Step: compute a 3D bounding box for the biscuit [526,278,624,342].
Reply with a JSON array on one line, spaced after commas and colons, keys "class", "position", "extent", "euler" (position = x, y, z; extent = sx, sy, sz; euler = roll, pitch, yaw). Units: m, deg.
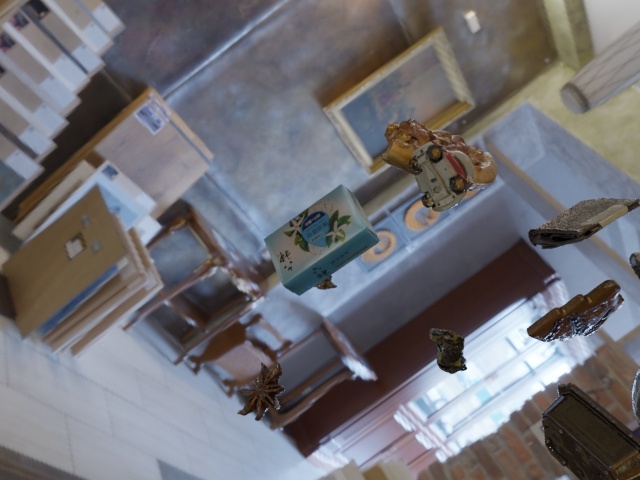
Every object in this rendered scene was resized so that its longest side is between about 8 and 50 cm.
[{"class": "biscuit", "position": [0.737, 0.230, 1.900], "extent": [0.278, 0.302, 0.043], "euler": [76, -8, -53]}]

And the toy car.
[{"class": "toy car", "position": [0.259, -0.141, 1.339], "extent": [0.112, 0.112, 0.139], "euler": [-29, -93, 57]}]

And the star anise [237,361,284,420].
[{"class": "star anise", "position": [-0.123, 0.337, 1.441], "extent": [0.042, 0.141, 0.141], "euler": [40, 10, -33]}]

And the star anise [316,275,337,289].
[{"class": "star anise", "position": [-0.034, 0.081, 1.661], "extent": [0.182, 0.065, 0.195], "euler": [33, -13, -37]}]

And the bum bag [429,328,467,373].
[{"class": "bum bag", "position": [0.395, 0.342, 2.010], "extent": [0.107, 0.060, 0.232], "euler": [11, -34, 27]}]

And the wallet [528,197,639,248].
[{"class": "wallet", "position": [0.756, -0.052, 1.896], "extent": [0.071, 0.221, 0.262], "euler": [65, -13, -3]}]

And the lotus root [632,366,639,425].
[{"class": "lotus root", "position": [0.718, 0.263, 1.284], "extent": [0.175, 0.175, 0.349], "euler": [-122, -155, -54]}]

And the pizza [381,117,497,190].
[{"class": "pizza", "position": [0.279, -0.205, 1.580], "extent": [0.409, 0.114, 0.278], "euler": [7, 27, -40]}]

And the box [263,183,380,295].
[{"class": "box", "position": [0.000, 0.000, 1.484], "extent": [0.083, 0.232, 0.142], "euler": [41, 19, -52]}]

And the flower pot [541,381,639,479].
[{"class": "flower pot", "position": [0.509, 0.396, 1.229], "extent": [0.251, 0.084, 0.178], "euler": [46, -22, 55]}]

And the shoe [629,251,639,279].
[{"class": "shoe", "position": [0.832, 0.105, 1.596], "extent": [0.194, 0.077, 0.074], "euler": [63, 1, 7]}]
